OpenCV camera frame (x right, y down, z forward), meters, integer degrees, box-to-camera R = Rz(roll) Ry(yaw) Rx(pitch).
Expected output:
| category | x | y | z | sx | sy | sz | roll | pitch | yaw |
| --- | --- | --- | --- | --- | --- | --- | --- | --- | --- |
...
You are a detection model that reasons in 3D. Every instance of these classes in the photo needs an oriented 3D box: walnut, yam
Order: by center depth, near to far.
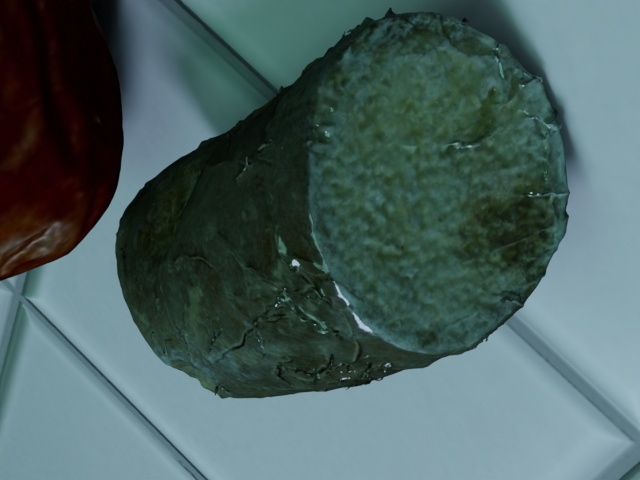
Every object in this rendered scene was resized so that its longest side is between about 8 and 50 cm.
| category | x | y | z | sx | sy | sz | roll | pitch | yaw |
| --- | --- | --- | --- | --- | --- | --- | --- | --- | --- |
| yam | 0.000 | 0.000 | 0.736 | 0.154 | 0.154 | 0.254 | 55 | 144 | -7 |
| walnut | -0.220 | -0.117 | 0.843 | 0.221 | 0.244 | 0.269 | 4 | 128 | -2 |
